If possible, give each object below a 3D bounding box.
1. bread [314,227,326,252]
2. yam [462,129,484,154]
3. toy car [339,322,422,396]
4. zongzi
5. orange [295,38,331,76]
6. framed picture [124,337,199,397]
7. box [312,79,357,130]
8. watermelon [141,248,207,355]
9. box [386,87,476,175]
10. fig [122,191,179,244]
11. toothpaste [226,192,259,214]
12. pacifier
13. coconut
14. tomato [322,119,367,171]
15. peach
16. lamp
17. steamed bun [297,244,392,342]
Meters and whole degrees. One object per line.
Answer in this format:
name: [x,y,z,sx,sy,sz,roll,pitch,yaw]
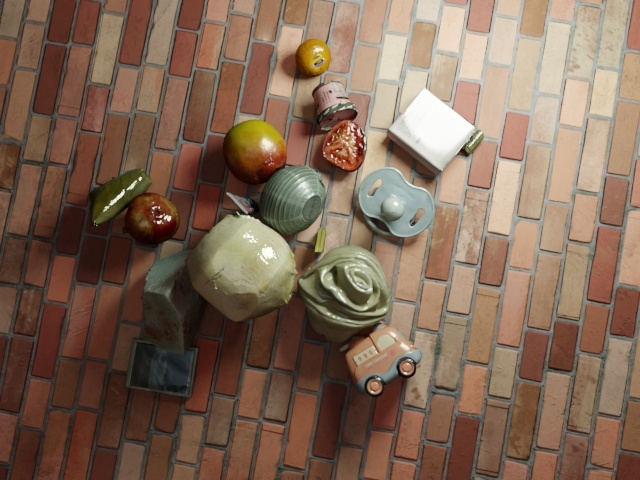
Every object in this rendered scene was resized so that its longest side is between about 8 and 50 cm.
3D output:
bread: [0.000,0.000,1.781,0.035,0.094,0.090,8,88,1]
yam: [0.568,-0.364,1.807,0.043,0.043,0.094,43,88,3]
toy car: [0.211,0.410,1.723,0.270,0.180,0.213,-30,77,1]
zongzi: [-0.718,-0.155,1.740,0.228,0.256,0.115,-30,119,-3]
orange: [-0.030,-0.676,1.800,0.135,0.117,0.136,-13,121,-23]
framed picture: [-0.591,0.474,1.817,0.259,0.023,0.189,8,85,3]
box: [0.046,-0.498,1.780,0.151,0.151,0.135,-18,79,1]
watermelon: [-0.521,0.201,1.708,0.228,0.258,0.388,13,84,-1]
box: [0.403,-0.396,1.782,0.251,0.106,0.203,39,90,2]
fig: [-0.619,-0.073,1.766,0.205,0.205,0.206,0,87,2]
toothpaste: [-0.265,-0.122,1.710,0.096,0.266,0.061,45,92,2]
pacifier: [0.252,-0.117,1.720,0.287,0.226,0.238,40,108,4]
coconut: [-0.254,0.099,1.658,0.360,0.346,0.346,42,89,-6]
tomato: [0.100,-0.347,1.800,0.166,0.082,0.174,30,93,7]
peach: [-0.233,-0.315,1.750,0.230,0.231,0.231,0,87,2]
lamp: [-0.100,-0.150,1.729,0.233,0.233,0.266,29,92,3]
steamed bun: [0.079,0.171,1.695,0.324,0.219,0.310,-28,76,-1]
